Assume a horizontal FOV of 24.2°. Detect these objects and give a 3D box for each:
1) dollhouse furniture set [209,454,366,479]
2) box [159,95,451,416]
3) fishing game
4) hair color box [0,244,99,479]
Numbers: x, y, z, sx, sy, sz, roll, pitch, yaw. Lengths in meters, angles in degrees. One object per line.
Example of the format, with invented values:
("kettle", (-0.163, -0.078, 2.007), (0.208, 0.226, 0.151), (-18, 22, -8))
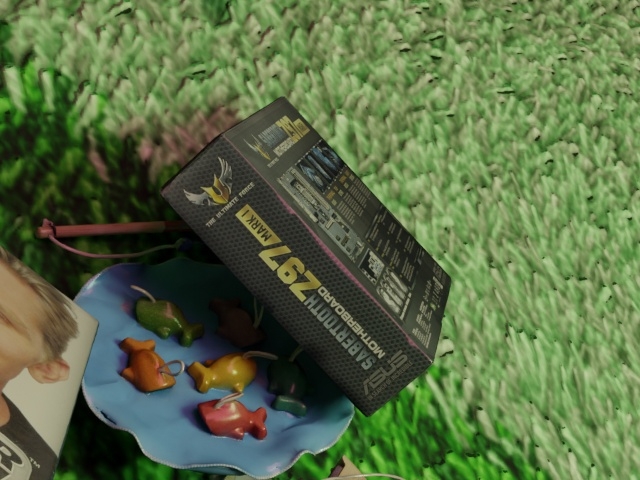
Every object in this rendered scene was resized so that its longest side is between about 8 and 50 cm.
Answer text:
("dollhouse furniture set", (-0.043, 0.174, 0.879), (0.081, 0.091, 0.114), (34, 44, 4))
("box", (0.000, 0.000, 0.966), (0.183, 0.059, 0.233), (48, 12, -4))
("fishing game", (-0.064, 0.065, 0.892), (0.189, 0.041, 0.264), (-3, 42, -35))
("hair color box", (-0.209, 0.071, 0.658), (0.174, 0.105, 0.347), (40, 9, -12))
